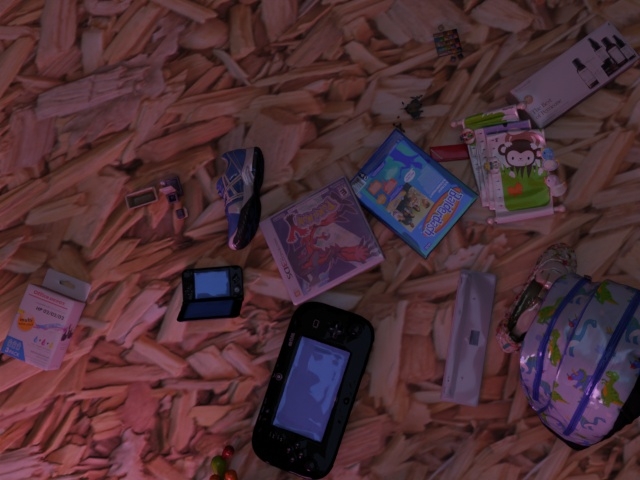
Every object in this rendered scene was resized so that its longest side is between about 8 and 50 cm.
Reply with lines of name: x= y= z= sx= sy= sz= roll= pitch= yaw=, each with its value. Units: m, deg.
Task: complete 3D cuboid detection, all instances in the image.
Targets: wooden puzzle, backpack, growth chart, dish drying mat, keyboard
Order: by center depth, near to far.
backpack: x=0.459 y=0.195 z=1.257 sx=0.273 sy=0.355 sz=0.290 roll=34 pitch=87 yaw=9
keyboard: x=0.285 y=0.185 z=1.446 sx=0.072 sy=0.014 sz=0.256 roll=10 pitch=84 yaw=1
growth chart: x=0.367 y=-0.147 z=1.452 sx=0.172 sy=0.021 sz=0.237 roll=-19 pitch=88 yaw=18
dish drying mat: x=0.259 y=-0.174 z=1.496 sx=0.083 sy=0.008 sz=0.032 roll=-5 pitch=81 yaw=4
wooden puzzle: x=0.257 y=-0.399 z=1.527 sx=0.049 sy=0.006 sz=0.083 roll=-12 pitch=82 yaw=3

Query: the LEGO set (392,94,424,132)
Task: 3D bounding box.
LEGO set: x=0.179 y=-0.255 z=1.510 sx=0.083 sy=0.023 sz=0.054 roll=-37 pitch=79 yaw=12

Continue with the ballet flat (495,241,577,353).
ballet flat: x=0.414 y=0.109 z=1.412 sx=0.091 sy=0.077 sz=0.241 roll=30 pitch=85 yaw=8

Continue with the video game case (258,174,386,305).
video game case: x=0.000 y=0.000 z=1.453 sx=0.201 sy=0.023 sz=0.183 roll=-28 pitch=75 yaw=14

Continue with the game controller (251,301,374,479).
game controller: x=-0.014 y=0.280 z=1.427 sx=0.166 sy=0.067 sz=0.319 roll=18 pitch=83 yaw=7

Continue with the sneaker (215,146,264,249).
sneaker: x=-0.163 y=-0.082 z=1.488 sx=0.081 sy=0.080 sz=0.211 roll=2 pitch=73 yaw=11

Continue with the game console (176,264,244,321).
game console: x=-0.214 y=0.102 z=1.463 sx=0.122 sy=0.071 sz=0.107 roll=-4 pitch=82 yaw=3

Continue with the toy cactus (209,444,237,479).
toy cactus: x=-0.165 y=0.509 z=1.404 sx=0.180 sy=0.112 sz=0.219 roll=-37 pitch=83 yaw=18

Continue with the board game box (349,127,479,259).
board game box: x=0.175 y=-0.091 z=1.470 sx=0.210 sy=0.047 sz=0.160 roll=41 pitch=89 yaw=9

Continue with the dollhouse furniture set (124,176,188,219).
dollhouse furniture set: x=-0.332 y=-0.077 z=1.491 sx=0.114 sy=0.081 sz=0.091 roll=-17 pitch=81 yaw=2

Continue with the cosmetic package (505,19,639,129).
cosmetic package: x=0.490 y=-0.316 z=1.471 sx=0.239 sy=0.060 sz=0.099 roll=-36 pitch=80 yaw=-1

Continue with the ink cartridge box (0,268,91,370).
ink cartridge box: x=-0.538 y=0.152 z=1.486 sx=0.104 sy=0.061 sz=0.181 roll=20 pitch=84 yaw=6
